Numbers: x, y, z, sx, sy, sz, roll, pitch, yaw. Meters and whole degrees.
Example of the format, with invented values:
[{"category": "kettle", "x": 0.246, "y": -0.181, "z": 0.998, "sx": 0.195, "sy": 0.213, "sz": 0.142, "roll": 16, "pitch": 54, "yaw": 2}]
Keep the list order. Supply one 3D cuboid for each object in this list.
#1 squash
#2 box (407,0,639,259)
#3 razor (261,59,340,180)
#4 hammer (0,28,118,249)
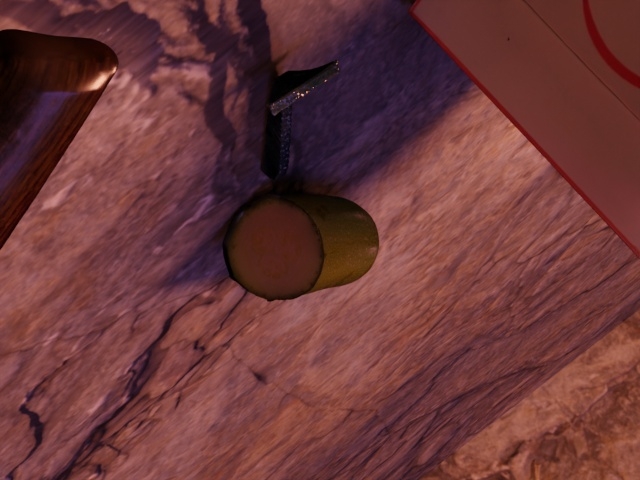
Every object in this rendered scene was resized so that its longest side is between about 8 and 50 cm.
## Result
[{"category": "squash", "x": 0.000, "y": 0.000, "z": 1.762, "sx": 0.095, "sy": 0.095, "sz": 0.188, "roll": -47, "pitch": 165, "yaw": 22}, {"category": "box", "x": 0.320, "y": -0.176, "z": 1.604, "sx": 0.300, "sy": 0.312, "sz": 0.314, "roll": -48, "pitch": 162, "yaw": 21}, {"category": "razor", "x": -0.029, "y": -0.093, "z": 1.568, "sx": 0.066, "sy": 0.033, "sz": 0.190, "roll": -35, "pitch": 168, "yaw": -17}, {"category": "hammer", "x": -0.237, "y": 0.056, "z": 1.072, "sx": 0.242, "sy": 0.095, "sz": 0.409, "roll": 16, "pitch": 120, "yaw": -40}]
